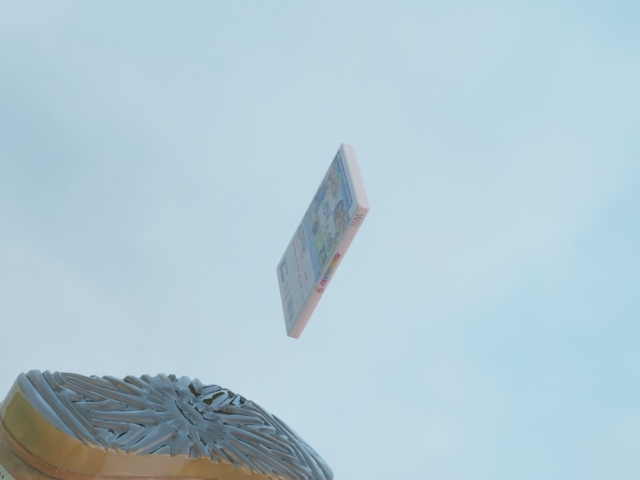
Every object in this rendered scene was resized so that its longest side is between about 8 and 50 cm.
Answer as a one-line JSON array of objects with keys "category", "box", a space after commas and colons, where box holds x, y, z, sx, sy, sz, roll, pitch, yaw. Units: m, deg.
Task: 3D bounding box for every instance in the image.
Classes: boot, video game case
[{"category": "boot", "box": [-0.145, 0.197, 0.779, 0.269, 0.236, 0.089, -57, -133, 15]}, {"category": "video game case", "box": [0.000, 0.000, 1.047, 0.011, 0.087, 0.122, 17, -60, -19]}]
